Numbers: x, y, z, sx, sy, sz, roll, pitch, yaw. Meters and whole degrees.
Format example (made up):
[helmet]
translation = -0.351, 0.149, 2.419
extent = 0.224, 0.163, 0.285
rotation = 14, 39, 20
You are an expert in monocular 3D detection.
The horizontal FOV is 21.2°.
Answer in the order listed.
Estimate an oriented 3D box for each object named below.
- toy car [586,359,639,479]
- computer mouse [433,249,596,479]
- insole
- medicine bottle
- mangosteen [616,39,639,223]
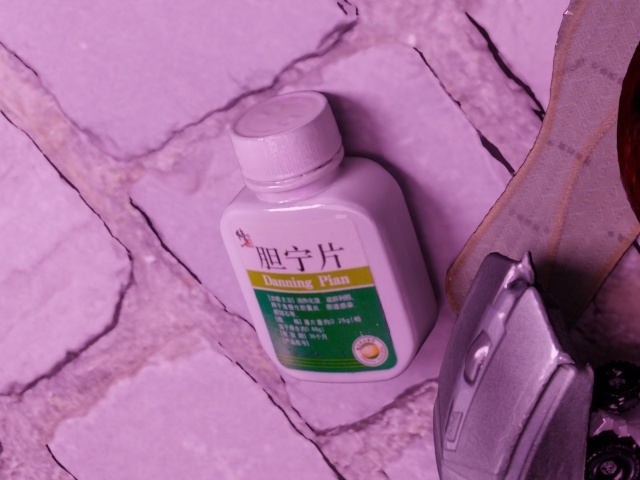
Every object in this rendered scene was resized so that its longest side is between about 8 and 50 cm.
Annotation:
[toy car]
translation = 0.187, 0.156, 1.088
extent = 0.070, 0.080, 0.170
rotation = -5, 117, -5
[computer mouse]
translation = 0.109, 0.110, 1.050
extent = 0.071, 0.126, 0.231
rotation = -10, 127, -14
[insole]
translation = 0.165, -0.055, 1.002
extent = 0.119, 0.009, 0.348
rotation = 31, 131, 5
[medicine bottle]
translation = 0.000, 0.000, 1.089
extent = 0.119, 0.069, 0.183
rotation = -1, 120, 31
[mangosteen]
translation = 0.267, -0.081, 0.818
extent = 0.235, 0.235, 0.261
rotation = 17, 89, 17
